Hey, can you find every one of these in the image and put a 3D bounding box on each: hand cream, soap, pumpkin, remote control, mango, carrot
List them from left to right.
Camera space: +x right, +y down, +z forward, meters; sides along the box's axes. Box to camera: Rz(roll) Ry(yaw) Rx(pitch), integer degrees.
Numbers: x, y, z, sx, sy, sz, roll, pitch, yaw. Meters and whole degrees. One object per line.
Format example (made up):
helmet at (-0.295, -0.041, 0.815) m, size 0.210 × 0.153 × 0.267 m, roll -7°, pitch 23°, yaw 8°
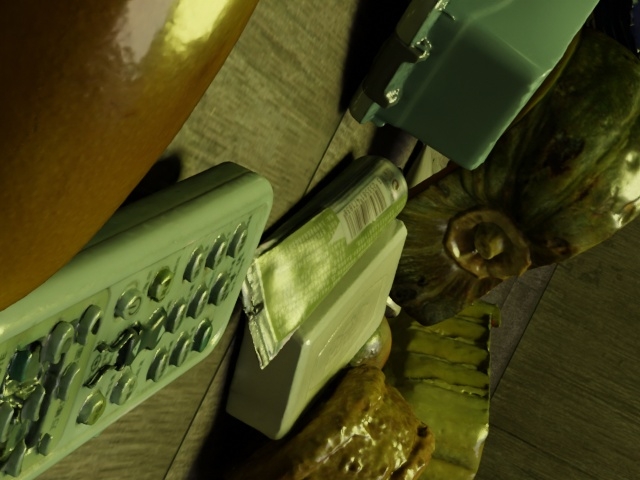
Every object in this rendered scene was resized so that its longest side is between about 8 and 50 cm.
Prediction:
mango at (-0.101, -0.074, 0.605) m, size 0.253 × 0.113 × 0.138 m, roll -57°, pitch 171°, yaw 3°
remote control at (-0.123, 0.042, 0.830) m, size 0.128 × 0.065 × 0.335 m, roll -66°, pitch 167°, yaw 21°
soap at (-0.004, 0.063, 1.320) m, size 0.183 × 0.063 × 0.121 m, roll -48°, pitch 160°, yaw -46°
hand cream at (0.000, 0.000, 1.245) m, size 0.235 × 0.055 × 0.086 m, roll -46°, pitch 127°, yaw -47°
carrot at (0.016, 0.142, 1.545) m, size 0.078 × 0.078 × 0.298 m, roll -56°, pitch 170°, yaw -27°
hand cream at (0.076, -0.005, 1.533) m, size 0.087 × 0.054 × 0.186 m, roll 66°, pitch 45°, yaw -67°
pumpkin at (0.174, -0.064, 1.402) m, size 0.280 × 0.139 × 0.190 m, roll -28°, pitch -159°, yaw 41°

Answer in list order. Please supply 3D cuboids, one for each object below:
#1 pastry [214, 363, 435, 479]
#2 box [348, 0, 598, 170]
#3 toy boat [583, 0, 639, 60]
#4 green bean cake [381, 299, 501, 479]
pastry at (0.003, 0.188, 1.364) m, size 0.188 × 0.103 × 0.189 m, roll -37°, pitch -172°, yaw 6°
box at (0.127, -0.173, 1.231) m, size 0.227 × 0.130 × 0.162 m, roll -54°, pitch 179°, yaw -38°
toy boat at (0.260, -0.213, 1.537) m, size 0.318 × 0.072 × 0.219 m, roll -129°, pitch -143°, yaw -65°
green bean cake at (0.089, 0.188, 1.644) m, size 0.236 × 0.124 × 0.233 m, roll -81°, pitch -171°, yaw -54°
